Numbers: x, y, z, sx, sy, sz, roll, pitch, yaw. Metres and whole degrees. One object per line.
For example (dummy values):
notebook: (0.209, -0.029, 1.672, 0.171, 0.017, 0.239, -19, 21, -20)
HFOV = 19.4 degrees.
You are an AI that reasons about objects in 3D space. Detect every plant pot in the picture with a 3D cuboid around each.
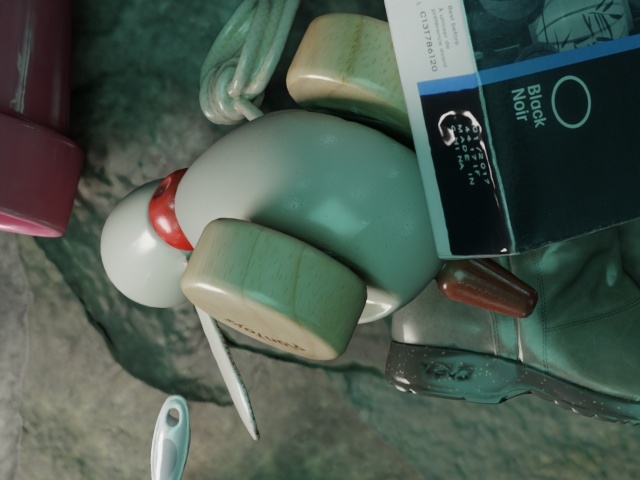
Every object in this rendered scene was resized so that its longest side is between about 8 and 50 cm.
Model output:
plant pot: (-0.221, -0.110, 1.053, 0.201, 0.201, 0.180, 11, 86, 12)

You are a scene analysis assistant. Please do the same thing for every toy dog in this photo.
toy dog: (0.000, 0.000, 0.971, 0.161, 0.333, 0.220, 32, 94, -15)

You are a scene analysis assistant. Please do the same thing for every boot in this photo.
boot: (0.154, 0.015, 1.034, 0.246, 0.083, 0.161, 7, 94, 11)

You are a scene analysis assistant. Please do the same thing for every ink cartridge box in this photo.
ink cartridge box: (0.183, -0.107, 0.900, 0.065, 0.333, 0.165, -5, 100, 56)

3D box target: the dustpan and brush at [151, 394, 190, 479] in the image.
dustpan and brush: (-0.097, 0.187, 1.127, 0.147, 0.060, 0.211, 13, 102, 11)
